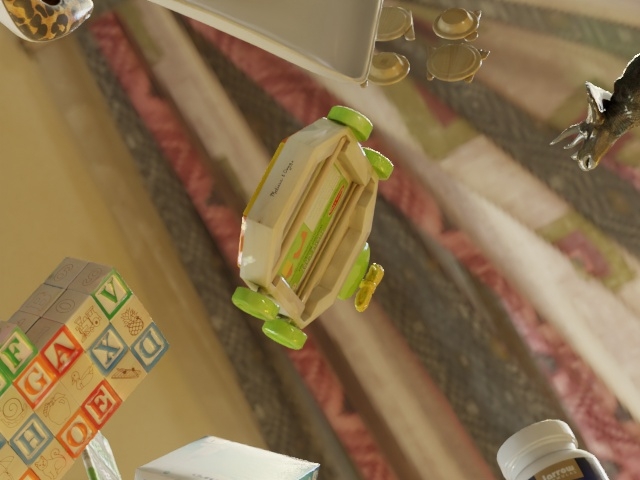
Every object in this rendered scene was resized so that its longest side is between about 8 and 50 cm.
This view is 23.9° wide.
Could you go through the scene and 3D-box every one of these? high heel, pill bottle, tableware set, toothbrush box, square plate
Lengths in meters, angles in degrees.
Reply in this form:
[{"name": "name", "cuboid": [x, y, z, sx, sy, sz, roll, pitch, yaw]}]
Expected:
[{"name": "high heel", "cuboid": [-0.342, -0.329, 1.755, 0.093, 0.186, 0.261, 31, -155, 29]}, {"name": "pill bottle", "cuboid": [0.374, 0.409, 2.262, 0.153, 0.153, 0.265, -28, -127, 2]}, {"name": "tableware set", "cuboid": [0.119, -0.233, 1.801, 0.168, 0.020, 0.141, 0, -132, 13]}, {"name": "toothbrush box", "cuboid": [-0.154, 0.423, 2.456, 0.216, 0.126, 0.295, 12, -174, 16]}, {"name": "square plate", "cuboid": [-0.089, -0.336, 1.706, 0.049, 0.347, 0.344, 121, -13, -44]}]

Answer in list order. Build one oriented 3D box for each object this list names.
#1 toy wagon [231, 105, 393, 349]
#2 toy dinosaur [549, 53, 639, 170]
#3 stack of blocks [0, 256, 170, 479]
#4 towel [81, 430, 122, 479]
[{"name": "toy wagon", "cuboid": [0.000, 0.000, 1.867, 0.267, 0.068, 0.344, -62, 157, -12]}, {"name": "toy dinosaur", "cuboid": [0.458, -0.212, 1.982, 0.313, 0.121, 0.160, -39, -135, -15]}, {"name": "stack of blocks", "cuboid": [-0.313, 0.154, 1.592, 0.087, 0.171, 0.297, 11, -128, 43]}, {"name": "towel", "cuboid": [-0.260, 0.262, 1.754, 0.023, 0.113, 0.152, -29, -136, 0]}]
